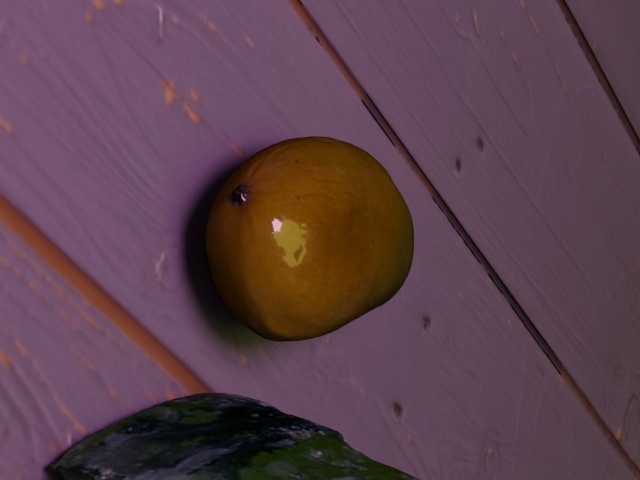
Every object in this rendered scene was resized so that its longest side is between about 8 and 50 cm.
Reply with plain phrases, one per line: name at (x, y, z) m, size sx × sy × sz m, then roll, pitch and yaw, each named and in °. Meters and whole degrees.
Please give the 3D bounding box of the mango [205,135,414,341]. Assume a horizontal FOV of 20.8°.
mango at (-0.001, -0.006, 1.212) m, size 0.237 × 0.091 × 0.137 m, roll -23°, pitch 117°, yaw -62°

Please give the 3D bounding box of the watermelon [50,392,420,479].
watermelon at (-0.007, 0.212, 1.090) m, size 0.151 × 0.264 × 0.302 m, roll -47°, pitch 142°, yaw -29°
